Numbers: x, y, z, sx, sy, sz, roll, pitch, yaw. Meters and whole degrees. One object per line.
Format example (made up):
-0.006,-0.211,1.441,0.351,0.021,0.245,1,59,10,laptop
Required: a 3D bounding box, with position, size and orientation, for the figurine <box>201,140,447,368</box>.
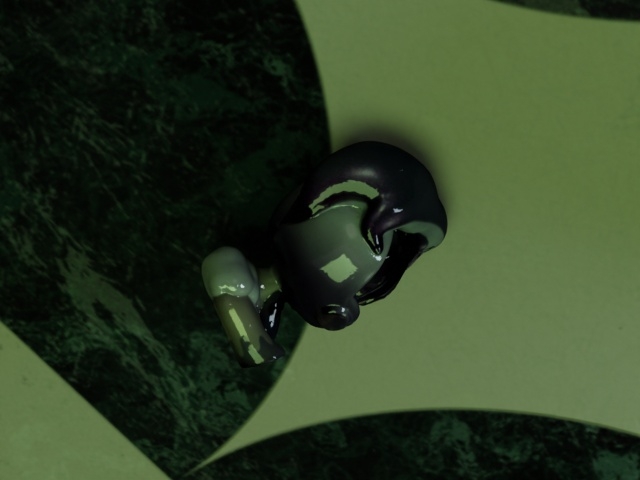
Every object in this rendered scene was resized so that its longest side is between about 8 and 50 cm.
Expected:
0.000,0.000,1.722,0.222,0.145,0.145,-29,114,4,figurine
